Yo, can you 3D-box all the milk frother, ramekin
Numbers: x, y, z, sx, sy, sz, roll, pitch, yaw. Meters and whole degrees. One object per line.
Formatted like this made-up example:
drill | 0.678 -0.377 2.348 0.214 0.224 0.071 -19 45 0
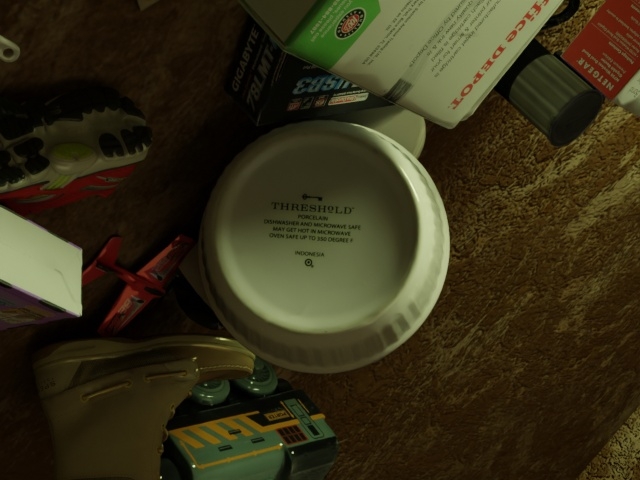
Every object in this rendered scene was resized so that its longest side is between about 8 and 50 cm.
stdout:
milk frother | 0.281 -0.213 1.683 0.129 0.135 0.143 -28 147 -25
ramekin | 0.000 0.000 1.461 0.273 0.273 0.127 -41 172 -2

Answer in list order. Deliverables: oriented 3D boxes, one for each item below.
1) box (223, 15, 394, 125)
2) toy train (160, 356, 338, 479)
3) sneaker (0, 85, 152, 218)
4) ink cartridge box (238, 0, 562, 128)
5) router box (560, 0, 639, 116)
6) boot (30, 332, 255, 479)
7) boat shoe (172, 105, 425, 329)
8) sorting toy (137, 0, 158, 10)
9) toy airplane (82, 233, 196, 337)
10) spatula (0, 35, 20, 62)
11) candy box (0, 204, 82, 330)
box | 0.074 -0.264 1.434 0.295 0.073 0.293 -12 140 -39
toy train | -0.133 0.244 1.728 0.334 0.190 0.142 -5 133 -47
sneaker | -0.277 -0.058 1.262 0.279 0.107 0.118 -8 147 -40
ink cartridge box | 0.082 -0.243 1.282 0.211 0.121 0.289 -50 148 15
router box | 0.448 -0.259 1.556 0.301 0.082 0.335 -52 151 17
boot | -0.181 0.208 1.565 0.262 0.203 0.095 0 160 -32
boat shoe | -0.018 -0.025 1.616 0.340 0.127 0.158 -40 165 -3
sorting toy | -0.153 -0.231 1.267 0.083 0.012 0.062 -34 150 -15
toy airplane | -0.208 0.042 1.540 0.151 0.028 0.151 -31 147 -23
spatula | -0.282 -0.232 1.049 0.168 0.019 0.242 -48 136 12
candy box | -0.334 0.030 1.232 0.196 0.070 0.165 -10 159 21
